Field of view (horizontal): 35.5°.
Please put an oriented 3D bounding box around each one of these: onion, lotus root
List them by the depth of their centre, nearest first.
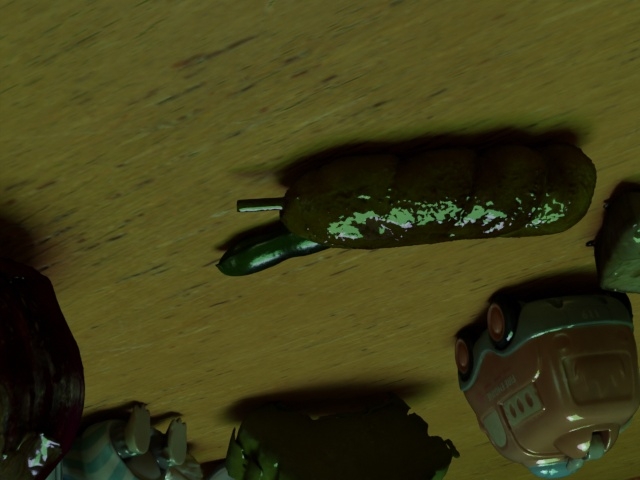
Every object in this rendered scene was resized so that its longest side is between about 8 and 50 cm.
[{"bbox_3d":[-0.376,0.197,0.900,0.348,0.385,0.348,-7,172,-1],"label":"onion"},{"bbox_3d":[0.405,0.007,1.170,0.261,0.074,0.170,4,155,-27],"label":"lotus root"}]

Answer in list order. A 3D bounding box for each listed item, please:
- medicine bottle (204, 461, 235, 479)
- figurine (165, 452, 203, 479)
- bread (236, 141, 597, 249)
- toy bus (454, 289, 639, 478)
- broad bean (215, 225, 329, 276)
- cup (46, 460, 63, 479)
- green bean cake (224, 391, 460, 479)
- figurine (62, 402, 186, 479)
[{"bbox_3d":[-0.149,0.565,2.012,0.190,0.190,0.332,-7,155,-7],"label":"medicine bottle"},{"bbox_3d":[-0.284,0.461,1.772,0.144,0.182,0.256,-20,137,-36],"label":"figurine"},{"bbox_3d":[0.093,-0.035,0.935,0.344,0.084,0.124,-5,155,-11],"label":"bread"},{"bbox_3d":[0.321,0.198,1.365,0.194,0.232,0.287,-5,154,-18],"label":"toy bus"},{"bbox_3d":[0.000,-0.002,1.024,0.227,0.039,0.069,-11,161,1],"label":"broad bean"},{"bbox_3d":[-0.428,0.310,1.323,0.167,0.221,0.202,12,147,-10],"label":"cup"},{"bbox_3d":[0.026,0.372,1.633,0.310,0.285,0.202,-20,141,-39],"label":"green bean cake"},{"bbox_3d":[-0.378,0.480,1.517,0.361,0.377,0.266,-19,154,21],"label":"figurine"}]
